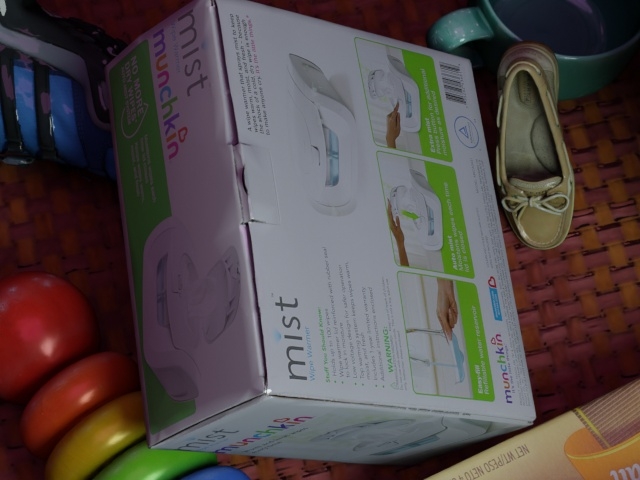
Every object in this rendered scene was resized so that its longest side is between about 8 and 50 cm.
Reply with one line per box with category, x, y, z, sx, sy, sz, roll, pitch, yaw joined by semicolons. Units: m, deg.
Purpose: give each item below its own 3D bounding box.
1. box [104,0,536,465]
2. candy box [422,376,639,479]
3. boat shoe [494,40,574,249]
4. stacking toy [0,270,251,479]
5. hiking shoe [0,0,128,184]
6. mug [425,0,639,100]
box;0.000;0.000;1.188;0.231;0.127;0.262;8;65;-40
candy box;0.224;0.187;1.216;0.316;0.087;0.183;-23;74;-13
boat shoe;0.145;-0.059;1.279;0.056;0.153;0.048;2;26;12
stacking toy;-0.113;0.150;1.183;0.141;0.141;0.330;-32;71;-15
hiking shoe;-0.195;-0.094;1.293;0.304;0.113;0.132;41;102;3
mug;0.157;-0.168;1.337;0.157;0.097;0.129;9;70;-1
